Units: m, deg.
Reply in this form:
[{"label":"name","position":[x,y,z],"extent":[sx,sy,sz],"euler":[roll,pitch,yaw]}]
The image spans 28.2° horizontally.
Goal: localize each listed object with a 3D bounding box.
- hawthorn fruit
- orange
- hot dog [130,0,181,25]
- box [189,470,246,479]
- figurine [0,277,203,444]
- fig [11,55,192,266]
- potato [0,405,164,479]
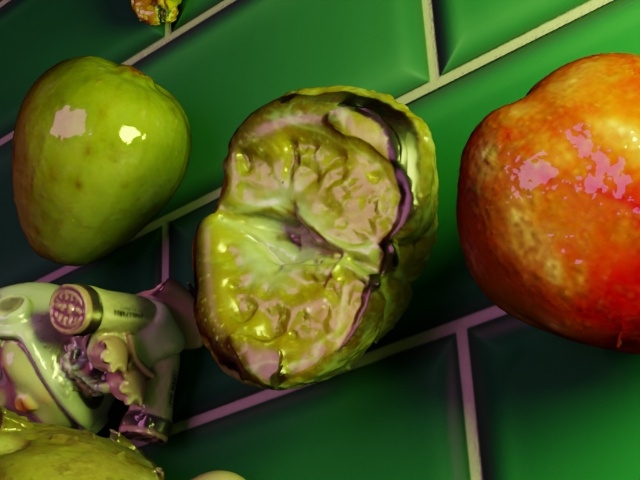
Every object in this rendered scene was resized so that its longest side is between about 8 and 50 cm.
[{"label":"hawthorn fruit","position":[0.281,-0.036,1.223],"extent":[0.311,0.295,0.295],"euler":[16,82,46]},{"label":"orange","position":[0.000,0.000,1.506],"extent":[0.271,0.210,0.368],"euler":[22,88,24]},{"label":"hot dog","position":[-0.282,-0.453,2.100],"extent":[0.115,0.072,0.269],"euler":[-36,51,26]},{"label":"box","position":[-0.153,0.372,1.571],"extent":[0.200,0.088,0.146],"euler":[-42,47,24]},{"label":"figurine","position":[-0.346,0.171,1.773],"extent":[0.361,0.211,0.253],"euler":[-11,102,34]},{"label":"fig","position":[-0.336,-0.108,1.862],"extent":[0.326,0.258,0.258],"euler":[-58,42,25]},{"label":"potato","position":[-0.406,0.393,1.545],"extent":[0.385,0.319,0.442],"euler":[-60,22,9]}]
